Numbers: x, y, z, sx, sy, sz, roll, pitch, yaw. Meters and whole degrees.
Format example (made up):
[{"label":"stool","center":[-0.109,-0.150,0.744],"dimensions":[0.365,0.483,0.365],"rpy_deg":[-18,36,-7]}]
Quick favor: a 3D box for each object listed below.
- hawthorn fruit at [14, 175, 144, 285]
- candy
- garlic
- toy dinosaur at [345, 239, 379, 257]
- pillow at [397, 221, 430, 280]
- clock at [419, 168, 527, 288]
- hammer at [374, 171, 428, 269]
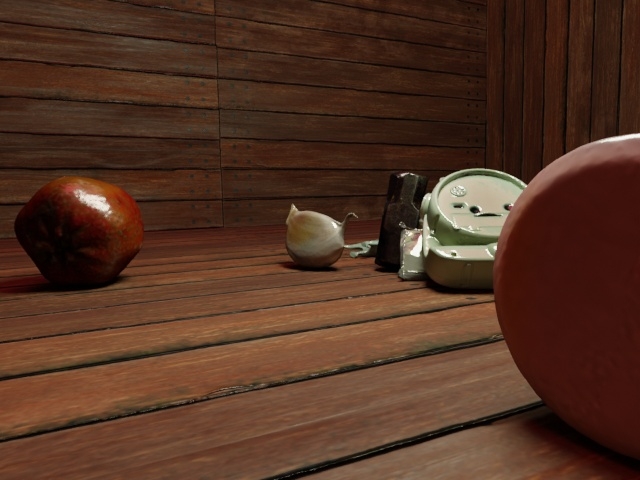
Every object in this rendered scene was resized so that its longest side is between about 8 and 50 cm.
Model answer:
[{"label":"hawthorn fruit","center":[-0.535,-0.031,1.181],"dimensions":[0.254,0.254,0.300],"rpy_deg":[-1,17,-4]},{"label":"candy","center":[0.251,0.035,0.386],"dimensions":[0.094,0.255,0.255],"rpy_deg":[-3,6,-30]},{"label":"garlic","center":[0.004,0.003,1.307],"dimensions":[0.266,0.148,0.128],"rpy_deg":[4,38,43]},{"label":"toy dinosaur","center":[0.162,0.023,1.556],"dimensions":[0.242,0.053,0.167],"rpy_deg":[4,6,44]},{"label":"pillow","center":[0.301,0.027,1.164],"dimensions":[0.255,0.169,0.059],"rpy_deg":[0,-32,5]},{"label":"clock","center":[0.345,-0.045,1.095],"dimensions":[0.265,0.109,0.324],"rpy_deg":[-2,46,3]},{"label":"hammer","center":[0.343,-0.011,1.238],"dimensions":[0.408,0.242,0.095],"rpy_deg":[15,3,14]}]
